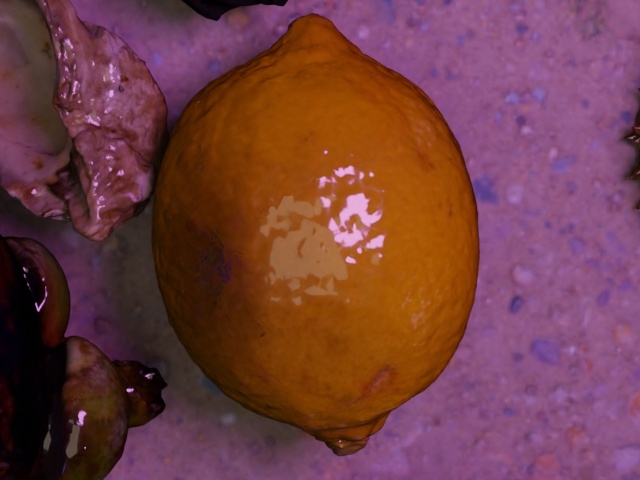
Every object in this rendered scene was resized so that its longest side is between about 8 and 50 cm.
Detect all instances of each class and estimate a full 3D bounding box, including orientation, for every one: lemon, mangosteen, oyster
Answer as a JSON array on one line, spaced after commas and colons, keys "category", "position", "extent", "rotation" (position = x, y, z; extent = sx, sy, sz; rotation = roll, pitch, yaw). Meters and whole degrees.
[{"category": "lemon", "position": [0.000, 0.000, 0.973], "extent": [0.188, 0.188, 0.256], "rotation": [-6, 97, 3]}, {"category": "mangosteen", "position": [-0.272, 0.090, 0.966], "extent": [0.311, 0.311, 0.311], "rotation": [0, 103, 2]}, {"category": "oyster", "position": [-0.175, -0.100, 1.003], "extent": [0.233, 0.107, 0.161], "rotation": [47, 132, 10]}]

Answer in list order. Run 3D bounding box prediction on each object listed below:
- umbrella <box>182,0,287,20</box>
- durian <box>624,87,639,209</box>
[{"category": "umbrella", "position": [-0.154, -0.235, 0.969], "extent": [0.340, 0.118, 0.118], "rotation": [27, 102, -2]}, {"category": "durian", "position": [0.264, -0.062, 0.995], "extent": [0.139, 0.144, 0.252], "rotation": [-22, 97, -13]}]
